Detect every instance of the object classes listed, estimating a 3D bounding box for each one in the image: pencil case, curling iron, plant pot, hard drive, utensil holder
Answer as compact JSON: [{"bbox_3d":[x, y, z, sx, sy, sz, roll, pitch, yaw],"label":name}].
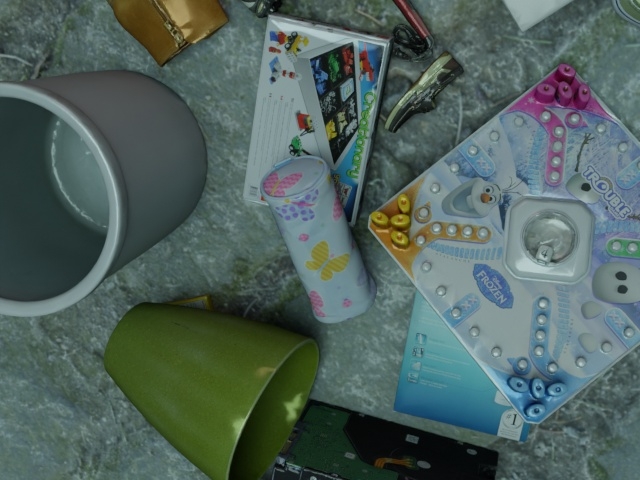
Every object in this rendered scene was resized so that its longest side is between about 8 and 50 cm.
[{"bbox_3d":[0.000,0.000,1.483,0.114,0.124,0.273,-20,125,3],"label":"pencil case"},{"bbox_3d":[0.089,-0.390,1.449,0.068,0.035,0.274,-28,96,18],"label":"curling iron"},{"bbox_3d":[-0.195,0.221,1.552,0.294,0.275,0.274,26,109,18],"label":"plant pot"},{"bbox_3d":[0.111,0.373,1.536,0.339,0.237,0.064,15,107,9],"label":"hard drive"},{"bbox_3d":[-0.377,-0.093,1.454,0.328,0.385,0.327,3,104,13],"label":"utensil holder"}]

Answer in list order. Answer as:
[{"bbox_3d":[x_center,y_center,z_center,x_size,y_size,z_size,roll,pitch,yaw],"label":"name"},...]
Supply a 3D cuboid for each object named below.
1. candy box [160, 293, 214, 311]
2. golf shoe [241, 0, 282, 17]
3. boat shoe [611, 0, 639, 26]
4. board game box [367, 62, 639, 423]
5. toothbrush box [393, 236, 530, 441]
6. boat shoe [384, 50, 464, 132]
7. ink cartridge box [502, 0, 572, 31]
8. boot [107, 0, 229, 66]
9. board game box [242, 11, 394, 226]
[{"bbox_3d":[-0.219,0.201,1.681,0.105,0.027,0.205,-12,101,12],"label":"candy box"},{"bbox_3d":[-0.066,-0.442,1.452,0.094,0.077,0.198,37,108,2],"label":"golf shoe"},{"bbox_3d":[0.561,-0.333,1.319,0.302,0.094,0.109,9,106,11],"label":"boat shoe"},{"bbox_3d":[0.331,-0.003,1.373,0.390,0.050,0.390,-38,78,0],"label":"board game box"},{"bbox_3d":[0.250,0.140,1.499,0.216,0.126,0.295,11,106,10],"label":"toothbrush box"},{"bbox_3d":[0.159,-0.220,1.466,0.049,0.056,0.152,42,109,6],"label":"boat shoe"},{"bbox_3d":[0.338,-0.424,1.309,0.233,0.171,0.168,-31,96,18],"label":"ink cartridge box"},{"bbox_3d":[-0.209,-0.430,1.486,0.295,0.104,0.211,-39,98,24],"label":"boot"},{"bbox_3d":[-0.008,-0.189,1.499,0.193,0.053,0.305,15,113,9],"label":"board game box"}]
